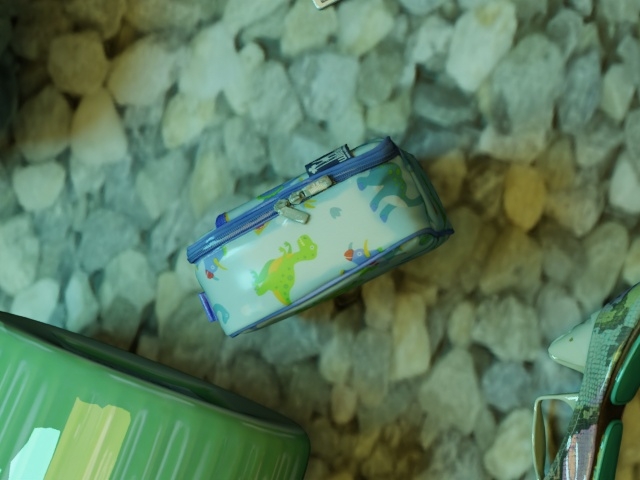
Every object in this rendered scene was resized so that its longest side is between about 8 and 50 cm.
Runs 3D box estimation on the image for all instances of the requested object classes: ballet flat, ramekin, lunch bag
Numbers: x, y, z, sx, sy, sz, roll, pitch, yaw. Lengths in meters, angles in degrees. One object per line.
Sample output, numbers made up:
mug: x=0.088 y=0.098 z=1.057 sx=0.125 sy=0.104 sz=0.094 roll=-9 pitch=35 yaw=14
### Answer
ballet flat: x=0.203 y=0.121 z=1.216 sx=0.079 sy=0.077 sz=0.221 roll=19 pitch=95 yaw=28
ramekin: x=-0.155 y=0.161 z=1.161 sx=0.303 sy=0.303 sz=0.148 roll=20 pitch=87 yaw=8
lunch bag: x=0.000 y=0.000 z=1.165 sx=0.176 sy=0.219 sz=0.090 roll=-29 pitch=86 yaw=9

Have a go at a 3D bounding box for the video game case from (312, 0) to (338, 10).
video game case: x=0.033 y=-0.247 z=1.259 sx=0.122 sy=0.011 sz=0.087 roll=-26 pitch=88 yaw=9
